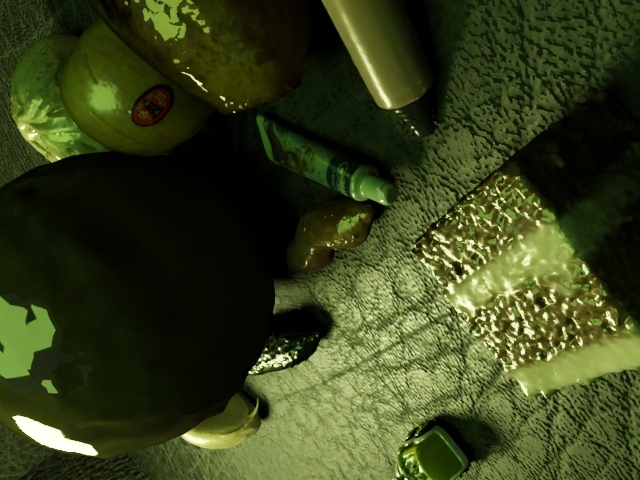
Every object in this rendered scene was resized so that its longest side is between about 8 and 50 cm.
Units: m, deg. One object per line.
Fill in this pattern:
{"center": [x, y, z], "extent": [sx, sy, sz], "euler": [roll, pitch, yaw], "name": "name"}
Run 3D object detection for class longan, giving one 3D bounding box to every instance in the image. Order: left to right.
{"center": [-0.264, 0.084, 0.860], "extent": [0.404, 0.404, 0.436], "euler": [56, 149, -1], "name": "longan"}

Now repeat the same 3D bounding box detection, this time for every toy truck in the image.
{"center": [0.127, 0.279, 0.806], "extent": [0.076, 0.077, 0.111], "euler": [49, 149, 11], "name": "toy truck"}

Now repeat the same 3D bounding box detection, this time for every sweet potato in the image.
{"center": [-0.002, -0.003, 0.737], "extent": [0.065, 0.051, 0.218], "euler": [53, 150, -1], "name": "sweet potato"}

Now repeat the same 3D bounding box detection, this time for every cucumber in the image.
{"center": [-0.081, 0.168, 0.998], "extent": [0.072, 0.072, 0.300], "euler": [57, 150, -3], "name": "cucumber"}

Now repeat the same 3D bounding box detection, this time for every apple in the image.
{"center": [-0.197, -0.174, 0.729], "extent": [0.155, 0.182, 0.182], "euler": [38, 154, -16], "name": "apple"}

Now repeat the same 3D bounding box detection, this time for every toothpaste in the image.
{"center": [0.000, -0.081, 0.678], "extent": [0.216, 0.037, 0.062], "euler": [31, 144, 43], "name": "toothpaste"}

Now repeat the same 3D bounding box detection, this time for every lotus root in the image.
{"center": [-0.119, -0.240, 0.553], "extent": [0.291, 0.193, 0.193], "euler": [54, 150, -10], "name": "lotus root"}

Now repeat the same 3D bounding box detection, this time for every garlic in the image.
{"center": [-0.214, 0.339, 1.322], "extent": [0.245, 0.145, 0.164], "euler": [24, 107, 39], "name": "garlic"}

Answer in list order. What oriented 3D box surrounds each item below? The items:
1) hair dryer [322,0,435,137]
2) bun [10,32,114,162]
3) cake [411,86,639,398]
{"center": [0.026, -0.211, 0.452], "extent": [0.189, 0.107, 0.344], "euler": [-16, 131, 24], "name": "hair dryer"}
{"center": [-0.392, -0.201, 1.003], "extent": [0.244, 0.153, 0.244], "euler": [32, 138, 34], "name": "bun"}
{"center": [0.165, 0.007, 0.428], "extent": [0.147, 0.135, 0.134], "euler": [51, 147, 8], "name": "cake"}
